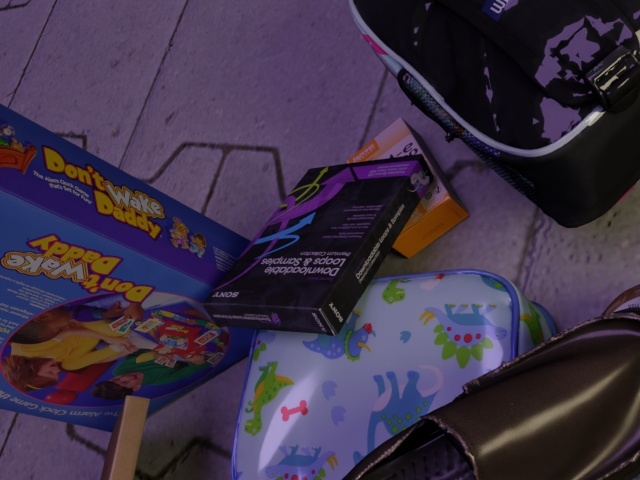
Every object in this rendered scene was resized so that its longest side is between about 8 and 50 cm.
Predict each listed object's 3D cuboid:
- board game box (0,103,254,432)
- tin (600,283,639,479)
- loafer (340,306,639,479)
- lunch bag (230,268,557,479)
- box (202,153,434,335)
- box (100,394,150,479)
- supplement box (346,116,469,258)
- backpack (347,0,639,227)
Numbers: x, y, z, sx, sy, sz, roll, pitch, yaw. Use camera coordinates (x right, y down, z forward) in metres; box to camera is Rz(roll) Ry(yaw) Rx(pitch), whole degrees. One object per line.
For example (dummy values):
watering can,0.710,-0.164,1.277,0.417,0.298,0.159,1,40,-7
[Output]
board game box,-0.219,0.041,0.574,0.233,0.347,0.078,-34,51,21
tin,0.185,0.112,0.398,0.106,0.040,0.189,144,139,-65
loafer,0.091,0.109,0.366,0.220,0.078,0.080,-37,64,8
lunch bag,0.045,0.116,0.500,0.219,0.090,0.176,-8,64,35
box,0.000,0.000,0.537,0.116,0.029,0.162,-3,41,41
box,-0.176,0.243,0.588,0.164,0.021,0.201,125,156,-55
supplement box,0.068,-0.044,0.596,0.062,0.036,0.098,-38,50,17
backpack,0.150,-0.157,0.479,0.225,0.191,0.253,-47,55,8
